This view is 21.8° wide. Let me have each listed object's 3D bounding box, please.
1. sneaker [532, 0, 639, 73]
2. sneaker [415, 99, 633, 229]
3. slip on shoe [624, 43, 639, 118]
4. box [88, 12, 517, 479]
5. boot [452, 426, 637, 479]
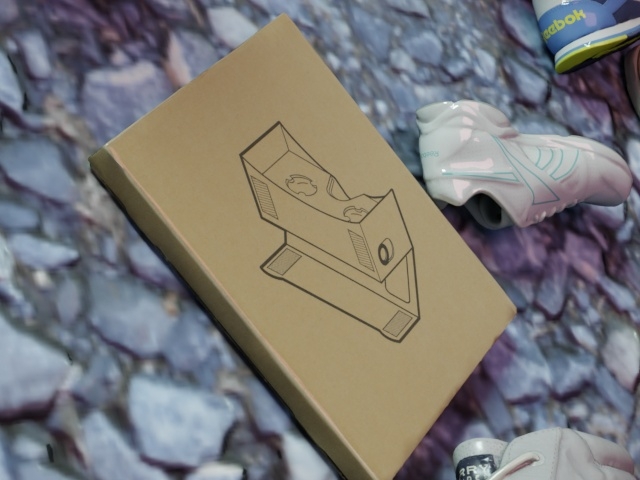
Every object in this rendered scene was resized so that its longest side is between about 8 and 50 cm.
[{"bbox_3d":[0.184,-0.151,1.049,0.144,0.053,0.059,-25,81,-49],"label":"sneaker"},{"bbox_3d":[0.111,-0.031,0.916,0.152,0.053,0.061,12,73,-35],"label":"sneaker"},{"bbox_3d":[0.237,-0.069,1.054,0.051,0.041,0.135,0,66,-43],"label":"slip on shoe"},{"bbox_3d":[0.000,0.000,0.809,0.201,0.021,0.164,51,42,-5],"label":"box"},{"bbox_3d":[0.077,0.151,0.749,0.258,0.095,0.123,6,56,-50],"label":"boot"}]
